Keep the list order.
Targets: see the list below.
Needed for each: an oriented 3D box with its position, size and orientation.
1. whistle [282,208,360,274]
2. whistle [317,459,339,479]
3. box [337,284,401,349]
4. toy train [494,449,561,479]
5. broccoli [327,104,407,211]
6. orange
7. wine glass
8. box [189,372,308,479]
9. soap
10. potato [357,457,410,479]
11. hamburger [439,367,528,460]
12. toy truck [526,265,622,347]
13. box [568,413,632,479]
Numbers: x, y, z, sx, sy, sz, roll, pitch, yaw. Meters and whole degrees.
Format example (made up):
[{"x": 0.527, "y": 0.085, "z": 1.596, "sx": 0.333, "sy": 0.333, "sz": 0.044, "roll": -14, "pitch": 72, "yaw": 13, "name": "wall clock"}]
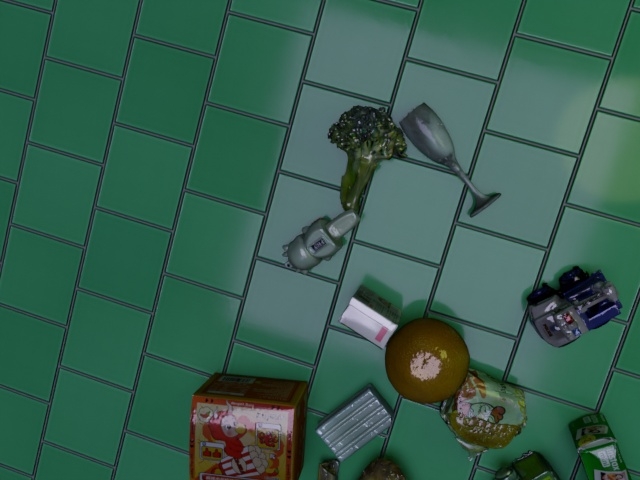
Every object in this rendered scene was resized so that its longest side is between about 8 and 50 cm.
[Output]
[{"x": -0.001, "y": 0.000, "z": 1.671, "sx": 0.253, "sy": 0.106, "sz": 0.101, "roll": -38, "pitch": 127, "yaw": 22, "name": "whistle"}, {"x": 0.012, "y": 0.780, "z": 1.779, "sx": 0.067, "sy": 0.057, "sz": 0.327, "roll": 0, "pitch": 98, "yaw": -36, "name": "whistle"}, {"x": 0.133, "y": 0.195, "z": 1.623, "sx": 0.135, "sy": 0.199, "sz": 0.081, "roll": 33, "pitch": 102, "yaw": 7, "name": "box"}, {"x": 0.569, "y": 0.700, "z": 1.631, "sx": 0.188, "sy": 0.159, "sz": 0.272, "roll": -32, "pitch": 90, "yaw": 5, "name": "toy train"}, {"x": 0.126, "y": -0.220, "z": 1.636, "sx": 0.198, "sy": 0.177, "sz": 0.275, "roll": -22, "pitch": 126, "yaw": -22, "name": "broccoli"}, {"x": 0.270, "y": 0.306, "z": 1.595, "sx": 0.236, "sy": 0.236, "sz": 0.237, "roll": 1, "pitch": 96, "yaw": 9, "name": "orange"}, {"x": 0.393, "y": -0.261, "z": 1.598, "sx": 0.264, "sy": 0.096, "sz": 0.310, "roll": -38, "pitch": 88, "yaw": 3, "name": "wine glass"}, {"x": -0.191, "y": 0.525, "z": 1.707, "sx": 0.283, "sy": 0.214, "sz": 0.260, "roll": 4, "pitch": 95, "yaw": 9, "name": "box"}, {"x": 0.097, "y": 0.503, "z": 1.729, "sx": 0.198, "sy": 0.066, "sz": 0.119, "roll": -40, "pitch": 90, "yaw": 11, "name": "soap"}, {"x": 0.165, "y": 0.739, "z": 1.708, "sx": 0.191, "sy": 0.141, "sz": 0.297, "roll": 13, "pitch": 99, "yaw": 24, "name": "potato"}, {"x": 0.422, "y": 0.467, "z": 1.640, "sx": 0.214, "sy": 0.125, "sz": 0.235, "roll": 26, "pitch": 89, "yaw": 7, "name": "hamburger"}, {"x": 0.633, "y": 0.175, "z": 1.553, "sx": 0.213, "sy": 0.177, "sz": 0.161, "roll": -33, "pitch": 91, "yaw": 10, "name": "toy truck"}, {"x": 0.723, "y": 0.583, "z": 1.581, "sx": 0.102, "sy": 0.180, "sz": 0.250, "roll": -20, "pitch": 94, "yaw": 15, "name": "box"}]
